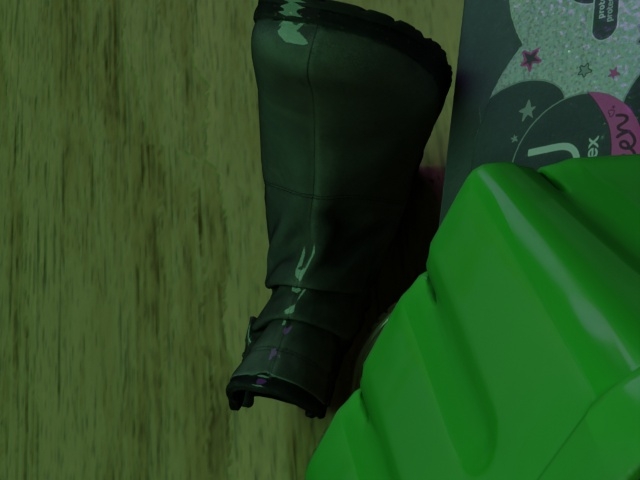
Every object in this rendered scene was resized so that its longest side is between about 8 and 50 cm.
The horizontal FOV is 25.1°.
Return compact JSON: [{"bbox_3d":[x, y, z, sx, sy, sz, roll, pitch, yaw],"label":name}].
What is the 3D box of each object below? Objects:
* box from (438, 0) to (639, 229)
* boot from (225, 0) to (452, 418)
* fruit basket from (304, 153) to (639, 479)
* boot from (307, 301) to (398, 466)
[{"bbox_3d":[0.178,-0.064,0.846,0.163,0.142,0.247,-10,66,45],"label":"box"},{"bbox_3d":[0.000,0.000,0.909,0.118,0.338,0.222,15,76,13],"label":"boot"},{"bbox_3d":[0.172,0.186,0.615,0.392,0.283,0.392,12,105,57],"label":"fruit basket"},{"bbox_3d":[0.056,0.118,0.965,0.085,0.059,0.158,30,104,46],"label":"boot"}]
